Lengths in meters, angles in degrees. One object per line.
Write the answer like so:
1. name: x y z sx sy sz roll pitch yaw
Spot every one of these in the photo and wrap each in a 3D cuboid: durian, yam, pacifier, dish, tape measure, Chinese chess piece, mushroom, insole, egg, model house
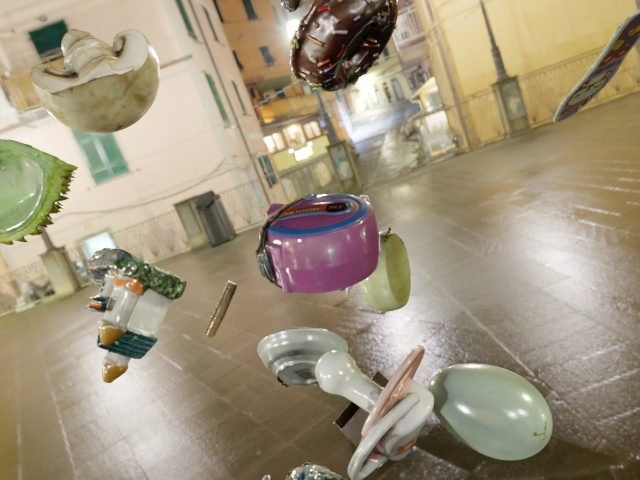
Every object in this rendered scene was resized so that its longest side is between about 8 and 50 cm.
1. durian: -0.645 -0.091 0.888 0.394 0.163 0.198 4 -22 -12
2. yam: -0.243 0.169 1.197 0.145 0.032 0.032 -66 15 1
3. pacifier: 0.122 0.343 1.034 0.220 0.332 0.273 -6 43 -18
4. dish: -0.059 0.409 1.636 0.316 0.316 0.106 -17 47 16
5. tape measure: 0.000 0.000 0.944 0.231 0.149 0.245 -3 25 11
6. Chinese chess piece: 0.183 0.084 1.399 0.092 0.238 0.238 -8 16 28
7. mushroom: -0.473 -0.335 1.061 0.253 0.195 0.189 -32 -28 -23
8. insole: 0.308 -0.187 0.533 0.065 0.004 0.197 -25 -18 -7
9. egg: 0.358 0.359 1.047 0.264 0.183 0.183 23 19 5
10. model house: -0.497 0.191 1.196 0.271 0.190 0.301 -2 66 47

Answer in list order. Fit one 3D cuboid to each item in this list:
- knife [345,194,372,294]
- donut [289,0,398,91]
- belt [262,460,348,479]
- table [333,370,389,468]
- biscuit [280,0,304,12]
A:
1. knife: 0.083 0.012 1.290 0.038 0.132 0.399 -5 -31 -11
2. donut: 0.050 -0.368 0.880 0.235 0.089 0.235 -41 -13 -12
3. belt: 0.022 0.522 0.812 0.206 0.295 0.160 -29 1 -6
4. table: 0.186 0.560 1.558 0.169 0.193 0.172 -57 -15 29
5. biscuit: -0.042 -0.589 1.123 0.061 0.055 0.219 -17 38 38
